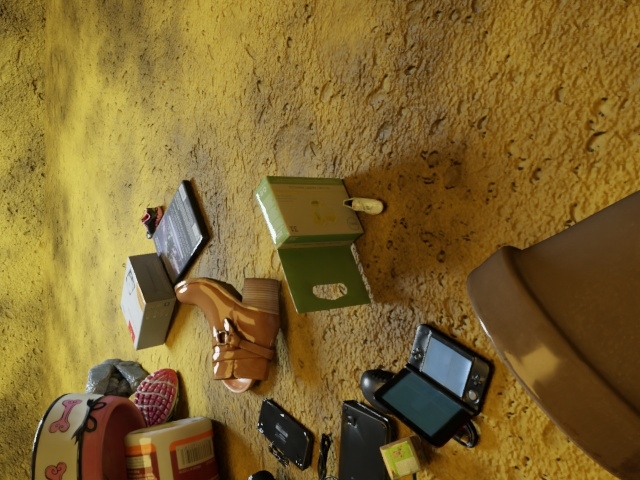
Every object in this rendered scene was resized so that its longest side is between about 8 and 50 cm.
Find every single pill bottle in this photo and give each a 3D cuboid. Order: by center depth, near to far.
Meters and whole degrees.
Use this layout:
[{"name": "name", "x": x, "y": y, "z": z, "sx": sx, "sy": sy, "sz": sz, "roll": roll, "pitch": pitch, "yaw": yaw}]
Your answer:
[{"name": "pill bottle", "x": -0.355, "y": 0.660, "z": 1.414, "sx": 0.224, "sy": 0.224, "sz": 0.392, "roll": -23, "pitch": 73, "yaw": 50}]

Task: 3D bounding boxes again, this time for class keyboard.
[{"name": "keyboard", "x": 0.056, "y": 0.450, "z": 1.042, "sx": 0.201, "sy": 0.033, "sz": 0.317, "roll": 10, "pitch": 99, "yaw": 50}, {"name": "keyboard", "x": -0.080, "y": 0.424, "z": 1.218, "sx": 0.180, "sy": 0.023, "sz": 0.108, "roll": 22, "pitch": 102, "yaw": 50}]

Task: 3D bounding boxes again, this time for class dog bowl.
[{"name": "dog bowl", "x": -0.558, "y": 0.583, "z": 1.445, "sx": 0.408, "sy": 0.150, "sz": 0.408, "roll": -11, "pitch": -90, "yaw": -89}]

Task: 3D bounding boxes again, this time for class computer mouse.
[{"name": "computer mouse", "x": 0.145, "y": 0.268, "z": 0.911, "sx": 0.242, "sy": 0.041, "sz": 0.071, "roll": 13, "pitch": 101, "yaw": 50}]

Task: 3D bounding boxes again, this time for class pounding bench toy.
[{"name": "pounding bench toy", "x": 0.140, "y": 0.357, "z": 0.897, "sx": 0.052, "sy": 0.065, "sz": 0.083, "roll": -26, "pitch": 68, "yaw": 15}]

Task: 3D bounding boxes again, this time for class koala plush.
[{"name": "koala plush", "x": -0.671, "y": 0.519, "z": 1.848, "sx": 0.203, "sy": 0.196, "sz": 0.221, "roll": 26, "pitch": 113, "yaw": 60}]

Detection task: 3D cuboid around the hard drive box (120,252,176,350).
[{"name": "hard drive box", "x": -0.513, "y": 0.181, "z": 1.674, "sx": 0.181, "sy": 0.089, "sz": 0.232, "roll": 57, "pitch": 140, "yaw": 33}]

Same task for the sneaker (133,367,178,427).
[{"name": "sneaker", "x": -0.487, "y": 0.511, "z": 1.671, "sx": 0.121, "sy": 0.112, "sz": 0.299, "roll": 21, "pitch": 99, "yaw": 11}]

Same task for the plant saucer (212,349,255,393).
[{"name": "plant saucer", "x": -0.194, "y": 0.257, "z": 1.340, "sx": 0.200, "sy": 0.037, "sz": 0.200, "roll": 4, "pitch": 96, "yaw": 50}]

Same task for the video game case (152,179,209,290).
[{"name": "video game case", "x": -0.399, "y": -0.009, "z": 1.594, "sx": 0.274, "sy": 0.026, "sz": 0.196, "roll": -50, "pitch": 55, "yaw": 42}]

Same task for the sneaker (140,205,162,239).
[{"name": "sneaker", "x": -0.519, "y": -0.054, "z": 1.717, "sx": 0.047, "sy": 0.057, "sz": 0.119, "roll": 48, "pitch": 128, "yaw": 37}]

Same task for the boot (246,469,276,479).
[{"name": "boot", "x": -0.088, "y": 0.544, "z": 1.142, "sx": 0.207, "sy": 0.094, "sz": 0.246, "roll": 37, "pitch": 142, "yaw": 42}]

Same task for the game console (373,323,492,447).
[{"name": "game console", "x": 0.164, "y": 0.211, "z": 0.848, "sx": 0.144, "sy": 0.085, "sz": 0.124, "roll": 29, "pitch": 115, "yaw": 46}]

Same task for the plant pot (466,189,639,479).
[{"name": "plant pot", "x": 0.314, "y": 0.061, "z": 0.551, "sx": 0.229, "sy": 0.263, "sz": 0.263, "roll": -46, "pitch": 56, "yaw": 23}]

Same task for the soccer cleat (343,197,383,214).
[{"name": "soccer cleat", "x": 0.075, "y": -0.061, "z": 0.985, "sx": 0.083, "sy": 0.036, "sz": 0.029, "roll": 17, "pitch": 105, "yaw": 50}]

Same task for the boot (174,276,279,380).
[{"name": "boot", "x": -0.215, "y": 0.195, "z": 1.250, "sx": 0.283, "sy": 0.109, "sz": 0.220, "roll": -1, "pitch": 78, "yaw": 22}]

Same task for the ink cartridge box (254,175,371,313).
[{"name": "ink cartridge box", "x": 0.000, "y": 0.000, "z": 0.974, "sx": 0.056, "sy": 0.171, "sz": 0.235, "roll": -45, "pitch": 58, "yaw": 42}]
